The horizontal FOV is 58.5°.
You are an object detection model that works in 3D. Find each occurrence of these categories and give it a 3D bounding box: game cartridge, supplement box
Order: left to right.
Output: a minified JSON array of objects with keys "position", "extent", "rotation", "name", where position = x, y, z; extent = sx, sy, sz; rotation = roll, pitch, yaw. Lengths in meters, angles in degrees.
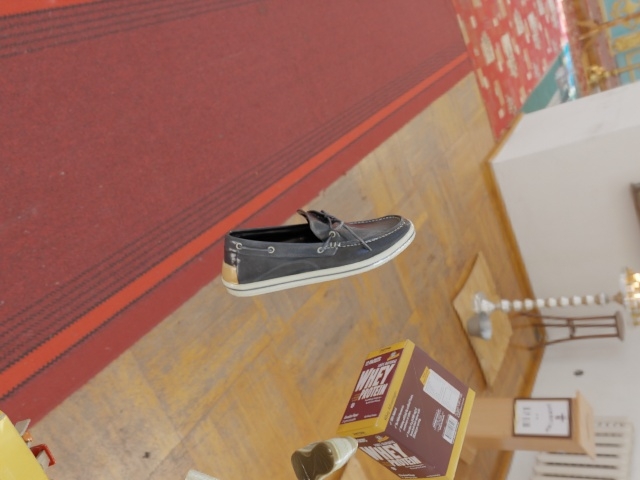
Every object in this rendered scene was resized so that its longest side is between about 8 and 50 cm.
[{"position":[-0.773,0.579,1.277],"extent":[0.285,0.052,0.324],"rotation":[-49,148,-42],"name":"game cartridge"},{"position":[0.170,0.336,1.118],"extent":[0.194,0.129,0.191],"rotation":[39,52,-14],"name":"supplement box"}]

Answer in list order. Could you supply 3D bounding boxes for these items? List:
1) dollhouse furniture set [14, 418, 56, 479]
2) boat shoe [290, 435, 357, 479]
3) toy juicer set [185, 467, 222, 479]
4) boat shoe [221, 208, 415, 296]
[{"position":[-0.950,0.692,1.751],"extent":[0.135,0.258,0.262],"rotation":[-111,-175,-71],"name":"dollhouse furniture set"},{"position":[0.002,0.319,0.835],"extent":[0.048,0.153,0.056],"rotation":[-11,63,-32],"name":"boat shoe"},{"position":[-0.260,0.564,1.081],"extent":[0.209,0.089,0.329],"rotation":[39,71,10],"name":"toy juicer set"},{"position":[0.000,0.000,1.384],"extent":[0.499,0.187,0.156],"rotation":[-12,108,-14],"name":"boat shoe"}]
